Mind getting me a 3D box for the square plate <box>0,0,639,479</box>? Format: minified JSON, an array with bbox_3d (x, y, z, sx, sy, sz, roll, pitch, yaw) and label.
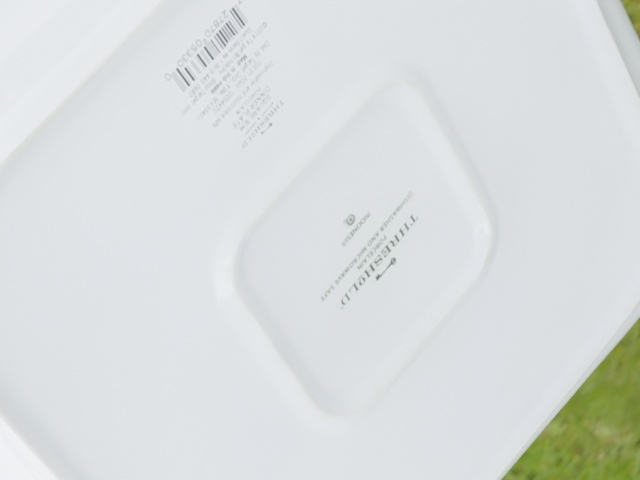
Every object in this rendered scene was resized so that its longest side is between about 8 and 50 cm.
[{"bbox_3d":[0.000,0.000,0.627,0.049,0.347,0.344,24,155,45],"label":"square plate"}]
